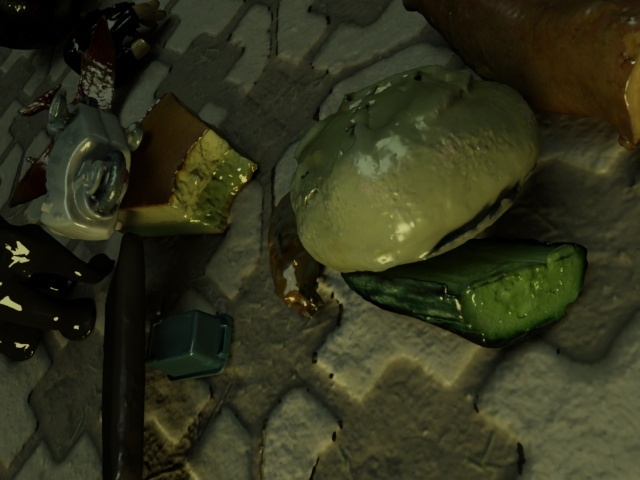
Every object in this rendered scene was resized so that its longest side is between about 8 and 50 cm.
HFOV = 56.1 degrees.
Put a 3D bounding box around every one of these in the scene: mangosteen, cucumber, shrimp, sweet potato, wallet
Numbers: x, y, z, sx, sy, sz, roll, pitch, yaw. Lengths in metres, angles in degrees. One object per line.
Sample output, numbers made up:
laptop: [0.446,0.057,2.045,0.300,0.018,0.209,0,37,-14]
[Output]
mangosteen: [-0.681,-0.566,1.349,0.288,0.288,0.287,-18,56,29]
cucumber: [0.116,0.043,0.528,0.193,0.085,0.115,12,31,42]
shrimp: [-0.003,-0.002,0.659,0.133,0.052,0.187,-23,51,26]
sweet potato: [0.197,-0.197,0.570,0.131,0.131,0.337,-50,40,3]
wallet: [-0.231,0.156,0.704,0.165,0.042,0.309,118,148,-46]

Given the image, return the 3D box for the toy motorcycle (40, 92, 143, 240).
toy motorcycle: [-0.302,-0.080,0.756,0.170,0.110,0.260,-59,40,16]

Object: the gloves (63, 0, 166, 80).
gloves: [-0.383,-0.389,1.132,0.203,0.124,0.164,-42,65,22]

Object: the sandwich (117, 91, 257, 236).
sandwich: [-0.210,-0.067,0.814,0.220,0.108,0.186,-49,46,4]

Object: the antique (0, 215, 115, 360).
antique: [-0.490,0.060,0.860,0.322,0.255,0.185,-19,53,25]

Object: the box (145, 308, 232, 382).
box: [-0.158,0.120,0.706,0.099,0.054,0.074,-17,55,30]

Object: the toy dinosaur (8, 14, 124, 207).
toy dinosaur: [-0.441,-0.225,1.051,0.327,0.113,0.206,-37,80,10]

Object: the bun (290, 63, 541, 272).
bun: [0.072,-0.076,0.539,0.239,0.141,0.239,-25,16,8]
